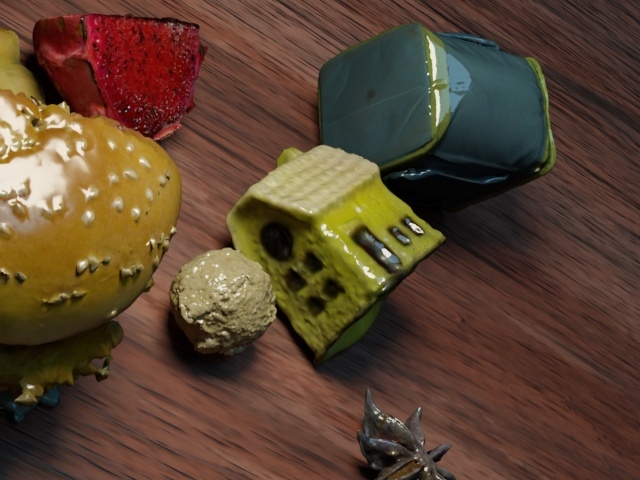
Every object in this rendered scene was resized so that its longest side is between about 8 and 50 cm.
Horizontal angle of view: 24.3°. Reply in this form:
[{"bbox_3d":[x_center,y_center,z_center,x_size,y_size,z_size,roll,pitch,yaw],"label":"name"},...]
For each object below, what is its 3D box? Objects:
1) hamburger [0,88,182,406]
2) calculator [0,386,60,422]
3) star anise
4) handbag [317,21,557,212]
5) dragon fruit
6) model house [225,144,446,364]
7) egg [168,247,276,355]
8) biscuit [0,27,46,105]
[{"bbox_3d":[-0.336,0.019,1.406,0.446,0.268,0.287,13,57,-31],"label":"hamburger"},{"bbox_3d":[-0.300,0.129,1.545,0.094,0.019,0.141,43,38,-12],"label":"calculator"},{"bbox_3d":[0.105,0.280,1.768,0.204,0.061,0.180,46,26,-11],"label":"star anise"},{"bbox_3d":[0.154,-0.167,2.036,0.241,0.263,0.222,9,67,-42],"label":"handbag"},{"bbox_3d":[-0.248,-0.206,1.787,0.189,0.163,0.262,31,20,24],"label":"dragon fruit"},{"bbox_3d":[0.000,0.000,1.845,0.234,0.174,0.193,43,38,9],"label":"model house"},{"bbox_3d":[-0.112,0.070,1.696,0.140,0.116,0.118,20,46,-43],"label":"egg"},{"bbox_3d":[-0.345,-0.118,1.692,0.154,0.045,0.299,-18,71,-49],"label":"biscuit"}]
